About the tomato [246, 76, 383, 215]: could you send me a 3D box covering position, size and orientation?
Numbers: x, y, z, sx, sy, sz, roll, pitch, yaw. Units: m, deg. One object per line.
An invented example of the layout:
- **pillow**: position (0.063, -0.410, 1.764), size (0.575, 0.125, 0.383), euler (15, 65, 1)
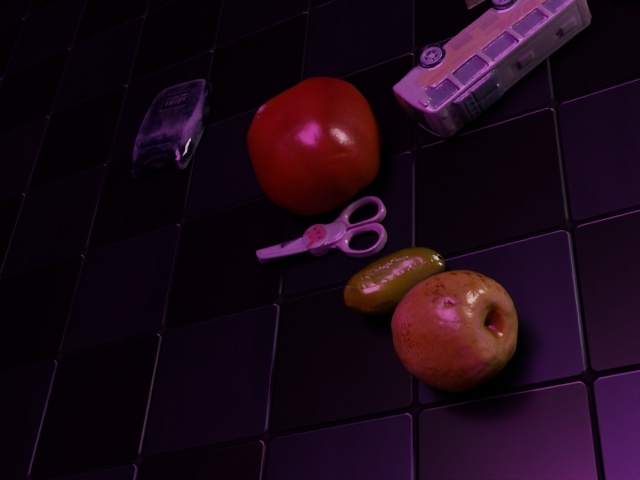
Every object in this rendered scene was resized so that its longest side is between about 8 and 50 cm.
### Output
- **tomato**: position (-0.018, -0.168, 1.639), size (0.260, 0.180, 0.259), euler (-20, 49, 25)

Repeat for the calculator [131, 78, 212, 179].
- **calculator**: position (-0.319, -0.252, 2.023), size (0.177, 0.040, 0.268), euler (-10, 48, 27)

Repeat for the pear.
- **pear**: position (0.181, 0.125, 1.294), size (0.178, 0.178, 0.178), euler (-19, 48, 23)

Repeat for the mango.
- **mango**: position (0.116, 0.067, 1.439), size (0.165, 0.074, 0.091), euler (-21, 40, 4)

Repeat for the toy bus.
- **toy bus**: position (0.293, -0.319, 1.599), size (0.342, 0.097, 0.138), euler (-39, 50, 1)

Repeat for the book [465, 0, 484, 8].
- **book**: position (0.386, -0.571, 1.775), size (0.289, 0.026, 0.201), euler (-26, 46, 17)

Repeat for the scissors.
- **scissors**: position (0.000, 0.000, 1.600), size (0.242, 0.030, 0.118), euler (-16, 49, 19)
